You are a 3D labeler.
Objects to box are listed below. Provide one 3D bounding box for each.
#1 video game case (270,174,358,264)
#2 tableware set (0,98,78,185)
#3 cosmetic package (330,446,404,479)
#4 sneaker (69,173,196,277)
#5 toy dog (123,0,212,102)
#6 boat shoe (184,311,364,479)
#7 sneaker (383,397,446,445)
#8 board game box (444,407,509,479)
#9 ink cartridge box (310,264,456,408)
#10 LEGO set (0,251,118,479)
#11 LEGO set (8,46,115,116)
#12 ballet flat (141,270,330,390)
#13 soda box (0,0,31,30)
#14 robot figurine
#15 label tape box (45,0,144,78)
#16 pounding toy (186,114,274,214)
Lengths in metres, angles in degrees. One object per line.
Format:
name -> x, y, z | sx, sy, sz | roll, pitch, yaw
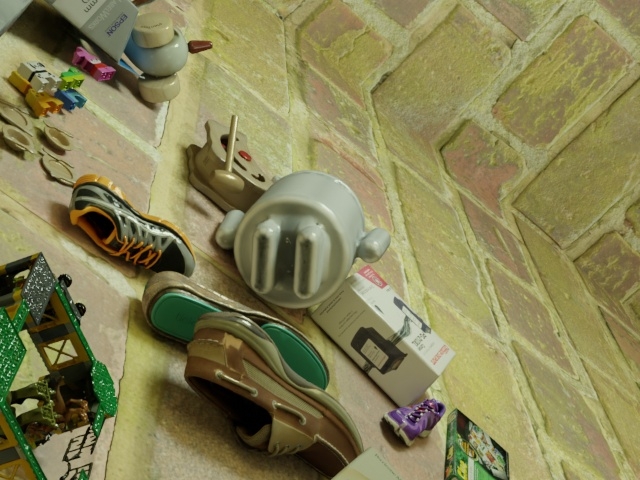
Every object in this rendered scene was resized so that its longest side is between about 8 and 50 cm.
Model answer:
video game case -> -0.014, -0.043, 2.376 | 0.173, 0.022, 0.190 | 29, 21, -36
tableware set -> -0.429, -0.152, 1.726 | 0.141, 0.020, 0.168 | 31, 22, -34
cosmetic package -> 0.032, 0.376, 1.363 | 0.160, 0.113, 0.309 | 46, 19, 9
sneaker -> -0.276, -0.003, 1.638 | 0.215, 0.084, 0.083 | 35, 32, -14
toy dog -> -0.333, -0.423, 2.276 | 0.161, 0.220, 0.333 | -17, 60, -22
boat shoe -> -0.068, 0.233, 1.509 | 0.324, 0.123, 0.116 | 45, 49, -23
sneaker -> 0.161, 0.293, 1.902 | 0.068, 0.071, 0.170 | 49, 19, 16
board game box -> 0.276, 0.397, 1.985 | 0.136, 0.030, 0.259 | 44, 17, -6
ink cartridge box -> 0.117, 0.171, 2.035 | 0.237, 0.100, 0.172 | 45, 18, 6
LEGO set -> -0.332, 0.162, 1.052 | 0.331, 0.192, 0.255 | -97, 167, -59
LEGO set -> -0.443, -0.263, 1.847 | 0.093, 0.087, 0.227 | 39, 21, 7
ballet flat -> -0.119, 0.129, 1.627 | 0.316, 0.107, 0.106 | 35, 6, -27
soda box -> -0.552, -0.366, 1.830 | 0.098, 0.091, 0.286 | 40, 18, -17
robot figurine -> -0.032, -0.007, 1.959 | 0.300, 0.199, 0.353 | 10, 17, 8
label tape box -> -0.457, -0.474, 2.100 | 0.249, 0.115, 0.348 | 45, 4, 41
pounding toy -> -0.143, -0.145, 2.104 | 0.154, 0.155, 0.269 | 30, 21, -24
